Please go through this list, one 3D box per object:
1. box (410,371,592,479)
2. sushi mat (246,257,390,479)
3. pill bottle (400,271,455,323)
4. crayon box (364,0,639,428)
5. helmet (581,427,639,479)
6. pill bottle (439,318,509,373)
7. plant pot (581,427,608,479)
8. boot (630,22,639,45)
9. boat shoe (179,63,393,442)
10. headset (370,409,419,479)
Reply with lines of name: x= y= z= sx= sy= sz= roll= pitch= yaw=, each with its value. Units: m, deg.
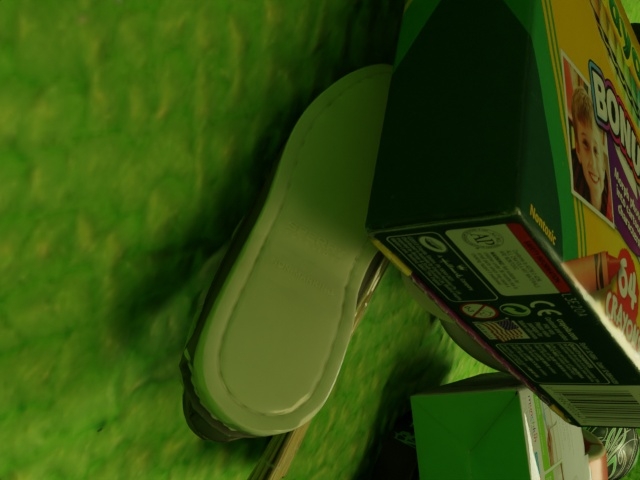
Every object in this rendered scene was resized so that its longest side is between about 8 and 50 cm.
box: x=0.218 y=0.285 z=0.836 sx=0.231 sy=0.126 sz=0.262 roll=4 pitch=78 yaw=-60
sushi mat: x=0.030 y=0.056 z=0.619 sx=0.317 sy=0.019 sz=0.151 roll=-62 pitch=171 yaw=-10
pill bottle: x=0.159 y=-0.016 z=0.724 sx=0.187 sy=0.112 sz=0.112 roll=-53 pitch=147 yaw=-43
crayon box: x=0.190 y=-0.059 z=0.587 sx=0.363 sy=0.106 sz=0.313 roll=40 pitch=53 yaw=-43
helmet: x=0.724 y=0.524 z=1.891 sx=0.169 sy=0.169 sz=0.161 roll=-50 pitch=161 yaw=-28
pill bottle: x=0.259 y=0.015 z=0.867 sx=0.265 sy=0.153 sz=0.153 roll=-47 pitch=143 yaw=-32
plant pot: x=0.287 y=0.388 z=1.063 sx=0.275 sy=0.275 sz=0.243 roll=-2 pitch=100 yaw=-57
boot: x=0.400 y=-0.022 z=1.062 sx=0.445 sy=0.146 sz=0.367 roll=-62 pitch=149 yaw=-12
boat shoe: x=-0.004 y=-0.003 z=0.509 sx=0.091 sy=0.109 sz=0.305 roll=-42 pitch=-164 yaw=55
headset: x=0.095 y=0.397 z=0.906 sx=0.243 sy=0.185 sz=0.394 roll=-9 pitch=101 yaw=-59
